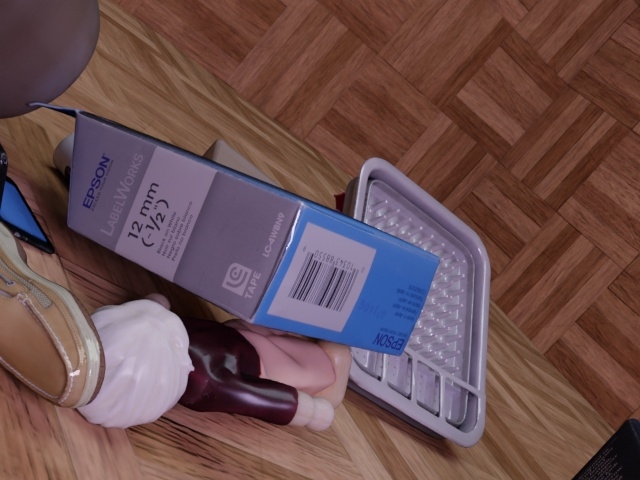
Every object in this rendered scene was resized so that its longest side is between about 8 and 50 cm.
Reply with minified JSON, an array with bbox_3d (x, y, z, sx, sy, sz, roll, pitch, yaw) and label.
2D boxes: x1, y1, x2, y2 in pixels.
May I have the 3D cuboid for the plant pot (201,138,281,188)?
[{"bbox_3d":[-0.127,-0.044,1.300,0.109,0.109,0.096,38,22,-16],"label":"plant pot"}]

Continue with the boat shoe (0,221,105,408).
[{"bbox_3d":[-0.217,0.047,0.672,0.190,0.068,0.072,36,17,36],"label":"boat shoe"}]

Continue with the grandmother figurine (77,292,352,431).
[{"bbox_3d":[-0.084,0.105,0.829,0.207,0.104,0.342,15,0,26],"label":"grandmother figurine"}]

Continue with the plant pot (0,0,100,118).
[{"bbox_3d":[-0.343,-0.254,0.915,0.323,0.323,0.280,45,-7,24],"label":"plant pot"}]

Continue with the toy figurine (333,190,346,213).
[{"bbox_3d":[0.000,0.000,1.407,0.130,0.159,0.173,44,11,19],"label":"toy figurine"}]

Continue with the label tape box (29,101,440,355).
[{"bbox_3d":[-0.097,-0.015,0.964,0.347,0.115,0.249,21,1,34],"label":"label tape box"}]

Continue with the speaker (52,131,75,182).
[{"bbox_3d":[-0.228,-0.057,1.083,0.136,0.055,0.055,46,11,23],"label":"speaker"}]

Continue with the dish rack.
[{"bbox_3d":[0.111,0.085,1.329,0.285,0.072,0.333,34,50,-32],"label":"dish rack"}]

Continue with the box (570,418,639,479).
[{"bbox_3d":[0.343,0.374,0.923,0.293,0.212,0.395,42,10,7],"label":"box"}]

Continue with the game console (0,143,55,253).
[{"bbox_3d":[-0.275,-0.061,0.883,0.071,0.107,0.122,-6,40,-37],"label":"game console"}]
